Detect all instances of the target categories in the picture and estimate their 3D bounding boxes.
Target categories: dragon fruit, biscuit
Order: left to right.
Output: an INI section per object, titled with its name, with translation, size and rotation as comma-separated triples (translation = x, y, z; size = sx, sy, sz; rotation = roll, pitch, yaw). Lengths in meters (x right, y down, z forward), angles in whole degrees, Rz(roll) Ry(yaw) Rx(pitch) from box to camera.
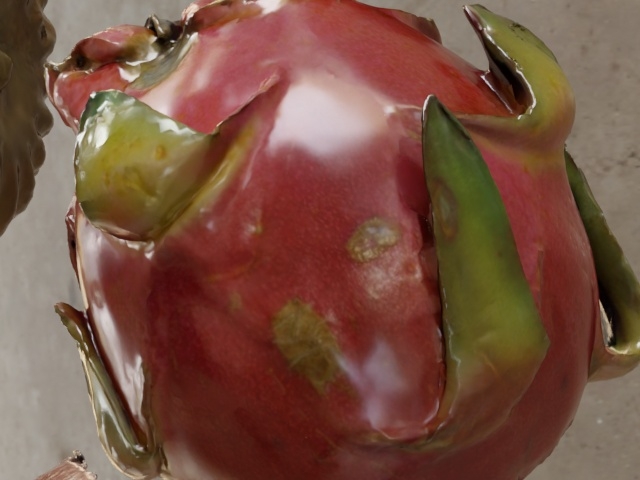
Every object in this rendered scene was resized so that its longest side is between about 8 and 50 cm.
[biscuit]
translation = -0.298, -0.137, 0.882
size = 0.107, 0.326, 0.326
rotation = 4, 102, 10
[dragon fruit]
translation = 0.004, 0.004, 0.430
size = 0.224, 0.224, 0.227
rotation = -2, 111, 54

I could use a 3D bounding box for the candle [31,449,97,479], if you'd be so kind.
[candle]
translation = -0.204, 0.339, 0.986
size = 0.317, 0.131, 0.287
rotation = 51, 156, 24
